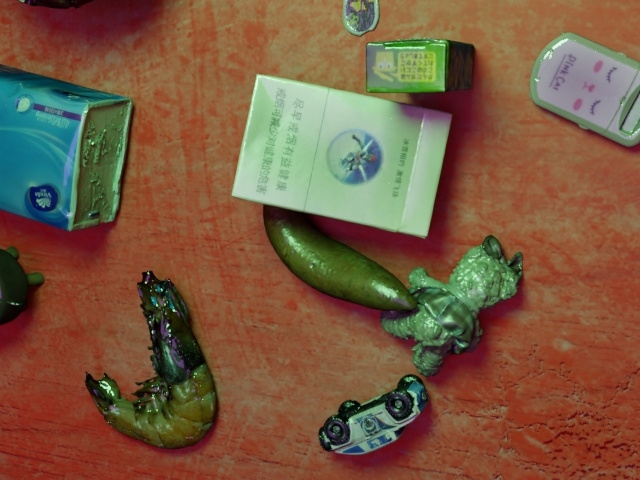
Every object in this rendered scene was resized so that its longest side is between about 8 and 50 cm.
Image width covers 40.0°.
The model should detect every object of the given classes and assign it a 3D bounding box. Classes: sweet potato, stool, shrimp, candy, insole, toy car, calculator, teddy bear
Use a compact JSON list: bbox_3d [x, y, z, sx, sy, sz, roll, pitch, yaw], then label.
[{"bbox_3d":[-0.006,0.003,1.215,0.346,0.079,0.108,45,119,21],"label":"sweet potato"},{"bbox_3d":[-0.548,0.067,1.400,0.217,0.121,0.125,11,105,16],"label":"stool"},{"bbox_3d":[-0.275,0.188,1.360,0.222,0.054,0.290,-5,102,21],"label":"shrimp"},{"bbox_3d":[0.125,-0.212,1.067,0.097,0.194,0.062,2,102,19],"label":"candy"},{"bbox_3d":[0.054,-0.372,1.166,0.065,0.004,0.197,7,102,18],"label":"insole"},{"bbox_3d":[0.074,0.252,1.232,0.171,0.080,0.070,-28,90,22],"label":"toy car"},{"bbox_3d":[0.345,-0.185,1.081,0.175,0.032,0.100,28,108,13],"label":"calculator"},{"bbox_3d":[0.169,0.087,1.153,0.133,0.111,0.213,46,112,3],"label":"teddy bear"}]

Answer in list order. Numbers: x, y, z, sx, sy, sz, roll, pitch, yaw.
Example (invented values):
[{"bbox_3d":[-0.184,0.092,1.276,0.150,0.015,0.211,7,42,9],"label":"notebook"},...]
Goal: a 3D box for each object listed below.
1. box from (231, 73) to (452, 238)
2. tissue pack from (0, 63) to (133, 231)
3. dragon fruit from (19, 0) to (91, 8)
[{"bbox_3d":[0.028,-0.109,1.139,0.257,0.069,0.164,12,92,1],"label":"box"},{"bbox_3d":[-0.433,-0.143,1.307,0.264,0.146,0.198,16,105,16],"label":"tissue pack"},{"bbox_3d":[-0.350,-0.459,1.143,0.329,0.329,0.329,4,101,19],"label":"dragon fruit"}]
